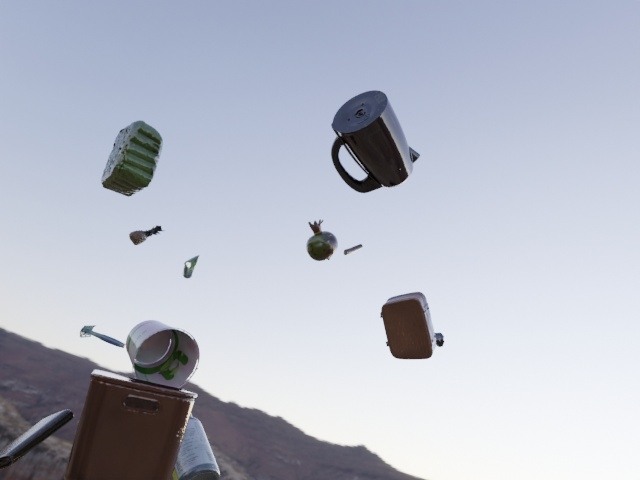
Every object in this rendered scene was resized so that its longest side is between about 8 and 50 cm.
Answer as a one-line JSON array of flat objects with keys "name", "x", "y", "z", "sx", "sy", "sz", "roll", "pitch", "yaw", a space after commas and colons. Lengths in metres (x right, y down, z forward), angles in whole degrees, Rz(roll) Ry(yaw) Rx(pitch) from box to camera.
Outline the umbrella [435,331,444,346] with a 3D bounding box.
[{"name": "umbrella", "x": 0.464, "y": 0.435, "z": 2.343, "sx": 0.235, "sy": 0.066, "sz": 0.059, "roll": 14, "pitch": -44, "yaw": -30}]

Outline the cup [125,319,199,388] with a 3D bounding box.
[{"name": "cup", "x": -0.638, "y": 0.432, "z": 2.029, "sx": 0.253, "sy": 0.253, "sz": 0.274, "roll": 35, "pitch": -14, "yaw": -33}]

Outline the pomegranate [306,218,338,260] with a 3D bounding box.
[{"name": "pomegranate", "x": 0.003, "y": 0.001, "z": 2.012, "sx": 0.129, "sy": 0.159, "sz": 0.129, "roll": -7, "pitch": -18, "yaw": -2}]

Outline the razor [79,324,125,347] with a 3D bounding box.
[{"name": "razor", "x": -0.658, "y": 0.298, "z": 1.590, "sx": 0.135, "sy": 0.040, "sz": 0.068, "roll": 19, "pitch": -6, "yaw": 7}]

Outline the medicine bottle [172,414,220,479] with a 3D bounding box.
[{"name": "medicine bottle", "x": -0.447, "y": 0.696, "z": 1.744, "sx": 0.141, "sy": 0.141, "sz": 0.293, "roll": 44, "pitch": 3, "yaw": -43}]

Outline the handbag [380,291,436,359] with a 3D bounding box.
[{"name": "handbag", "x": 0.261, "y": 0.261, "z": 1.563, "sx": 0.151, "sy": 0.193, "sz": 0.072, "roll": -13, "pitch": 7, "yaw": 25}]

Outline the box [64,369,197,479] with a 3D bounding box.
[{"name": "box", "x": -0.462, "y": 0.455, "z": 1.258, "sx": 0.239, "sy": 0.229, "sz": 0.339, "roll": 17, "pitch": -17, "yaw": -18}]

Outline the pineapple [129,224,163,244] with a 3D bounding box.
[{"name": "pineapple", "x": -0.651, "y": -0.029, "z": 1.947, "sx": 0.058, "sy": 0.124, "sz": 0.058, "roll": 37, "pitch": -36, "yaw": 33}]

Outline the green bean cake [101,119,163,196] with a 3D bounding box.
[{"name": "green bean cake", "x": -0.623, "y": -0.272, "z": 1.723, "sx": 0.125, "sy": 0.222, "sz": 0.248, "roll": 25, "pitch": -18, "yaw": -35}]

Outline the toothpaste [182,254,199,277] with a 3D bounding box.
[{"name": "toothpaste", "x": -0.576, "y": 0.119, "z": 2.284, "sx": 0.048, "sy": 0.075, "sz": 0.297, "roll": 57, "pitch": -24, "yaw": 5}]

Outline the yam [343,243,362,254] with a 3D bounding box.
[{"name": "yam", "x": 0.168, "y": 0.047, "z": 2.682, "sx": 0.032, "sy": 0.032, "sz": 0.145, "roll": -6, "pitch": 9, "yaw": 41}]

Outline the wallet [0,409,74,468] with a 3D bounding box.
[{"name": "wallet", "x": -0.703, "y": 0.481, "z": 1.256, "sx": 0.110, "sy": 0.198, "sz": 0.031, "roll": -24, "pitch": -84, "yaw": 18}]

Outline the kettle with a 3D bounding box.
[{"name": "kettle", "x": 0.127, "y": -0.223, "z": 1.294, "sx": 0.202, "sy": 0.144, "sz": 0.232, "roll": -31, "pitch": -50, "yaw": 9}]
